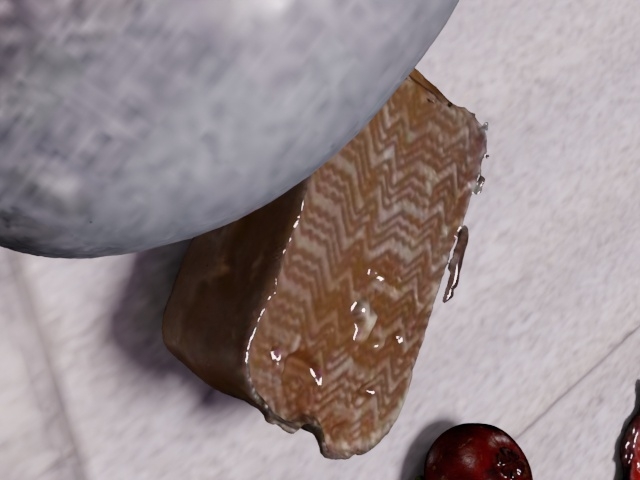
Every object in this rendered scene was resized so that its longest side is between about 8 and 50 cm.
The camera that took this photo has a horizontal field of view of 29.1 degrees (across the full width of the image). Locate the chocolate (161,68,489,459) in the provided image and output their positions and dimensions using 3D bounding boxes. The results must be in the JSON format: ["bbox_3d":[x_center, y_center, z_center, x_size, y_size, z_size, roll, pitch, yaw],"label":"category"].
[{"bbox_3d":[0.000,0.000,0.666,0.148,0.093,0.214,33,75,-46],"label":"chocolate"}]

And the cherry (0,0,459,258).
[{"bbox_3d":[-0.067,-0.130,0.469,0.255,0.218,0.296,36,85,-46],"label":"cherry"}]

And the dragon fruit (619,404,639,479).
[{"bbox_3d":[0.367,0.227,1.136,0.282,0.100,0.343,18,85,-44],"label":"dragon fruit"}]

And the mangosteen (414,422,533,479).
[{"bbox_3d":[0.105,0.165,0.844,0.081,0.081,0.081,-15,111,-45],"label":"mangosteen"}]
